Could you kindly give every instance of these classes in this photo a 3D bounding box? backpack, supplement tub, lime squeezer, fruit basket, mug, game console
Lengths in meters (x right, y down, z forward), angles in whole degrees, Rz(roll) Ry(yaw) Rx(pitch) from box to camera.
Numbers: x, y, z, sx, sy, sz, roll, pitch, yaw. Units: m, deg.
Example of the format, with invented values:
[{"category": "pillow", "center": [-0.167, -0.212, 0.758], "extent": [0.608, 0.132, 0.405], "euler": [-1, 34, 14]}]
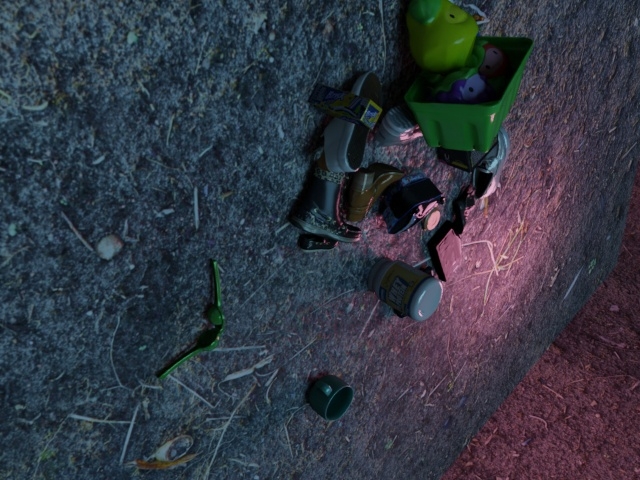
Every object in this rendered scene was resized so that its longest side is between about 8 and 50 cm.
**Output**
[{"category": "backpack", "center": [0.254, -0.101, 1.886], "extent": [0.158, 0.117, 0.173], "euler": [-22, 161, -40]}, {"category": "supplement tub", "center": [0.261, 0.147, 1.982], "extent": [0.144, 0.199, 0.144], "euler": [-28, 132, -37]}, {"category": "lime squeezer", "center": [-0.277, 0.195, 1.517], "extent": [0.110, 0.059, 0.310], "euler": [23, 97, -23]}, {"category": "fruit basket", "center": [0.366, -0.462, 1.640], "extent": [0.392, 0.282, 0.392], "euler": [-32, 127, -55]}, {"category": "mug", "center": [0.027, 0.478, 2.007], "extent": [0.129, 0.097, 0.158], "euler": [-22, 128, -40]}, {"category": "game console", "center": [0.375, 0.113, 2.230], "extent": [0.361, 0.044, 0.213], "euler": [-47, 140, -19]}]

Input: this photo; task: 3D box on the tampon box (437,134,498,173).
[{"category": "tampon box", "center": [0.458, -0.309, 1.986], "extent": [0.161, 0.120, 0.101], "euler": [-45, 140, -21]}]

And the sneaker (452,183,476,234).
[{"category": "sneaker", "center": [0.508, -0.106, 2.234], "extent": [0.089, 0.051, 0.170], "euler": [-34, 133, -25]}]

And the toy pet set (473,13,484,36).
[{"category": "toy pet set", "center": [0.452, -0.587, 1.846], "extent": [0.114, 0.065, 0.122], "euler": [-10, 120, -46]}]

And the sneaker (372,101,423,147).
[{"category": "sneaker", "center": [0.234, -0.321, 1.764], "extent": [0.281, 0.105, 0.115], "euler": [-20, 162, -48]}]

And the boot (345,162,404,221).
[{"category": "boot", "center": [0.146, -0.133, 1.783], "extent": [0.197, 0.073, 0.152], "euler": [-11, 125, -41]}]

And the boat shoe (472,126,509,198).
[{"category": "boat shoe", "center": [0.569, -0.262, 2.179], "extent": [0.088, 0.096, 0.268], "euler": [-34, 144, -38]}]

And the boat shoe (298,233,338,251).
[{"category": "boat shoe", "center": [0.001, 0.001, 1.707], "extent": [0.133, 0.049, 0.042], "euler": [-7, 126, -42]}]

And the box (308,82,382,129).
[{"category": "box", "center": [0.056, -0.310, 1.470], "extent": [0.059, 0.169, 0.054], "euler": [24, 93, -53]}]

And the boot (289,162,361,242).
[{"category": "boot", "center": [0.044, -0.094, 1.656], "extent": [0.236, 0.085, 0.179], "euler": [13, 102, -43]}]

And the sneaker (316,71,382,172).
[{"category": "sneaker", "center": [0.061, -0.294, 1.565], "extent": [0.106, 0.123, 0.290], "euler": [45, 55, -40]}]

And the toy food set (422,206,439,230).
[{"category": "toy food set", "center": [0.365, -0.071, 2.115], "extent": [0.082, 0.020, 0.083], "euler": [-37, 137, -29]}]
